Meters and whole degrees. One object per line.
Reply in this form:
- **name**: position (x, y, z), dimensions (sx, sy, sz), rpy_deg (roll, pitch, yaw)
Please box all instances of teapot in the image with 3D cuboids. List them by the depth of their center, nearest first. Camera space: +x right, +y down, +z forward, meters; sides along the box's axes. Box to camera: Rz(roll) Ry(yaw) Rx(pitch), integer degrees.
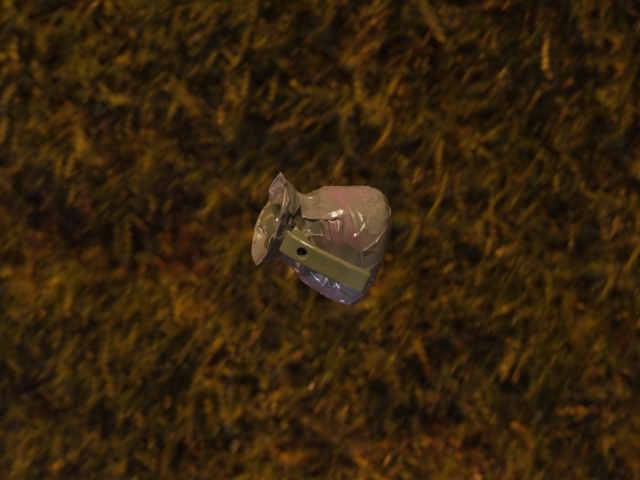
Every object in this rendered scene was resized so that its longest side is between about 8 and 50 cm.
- **teapot**: position (0.000, 0.000, 0.884), dimensions (0.064, 0.083, 0.064), rpy_deg (16, 110, -14)
